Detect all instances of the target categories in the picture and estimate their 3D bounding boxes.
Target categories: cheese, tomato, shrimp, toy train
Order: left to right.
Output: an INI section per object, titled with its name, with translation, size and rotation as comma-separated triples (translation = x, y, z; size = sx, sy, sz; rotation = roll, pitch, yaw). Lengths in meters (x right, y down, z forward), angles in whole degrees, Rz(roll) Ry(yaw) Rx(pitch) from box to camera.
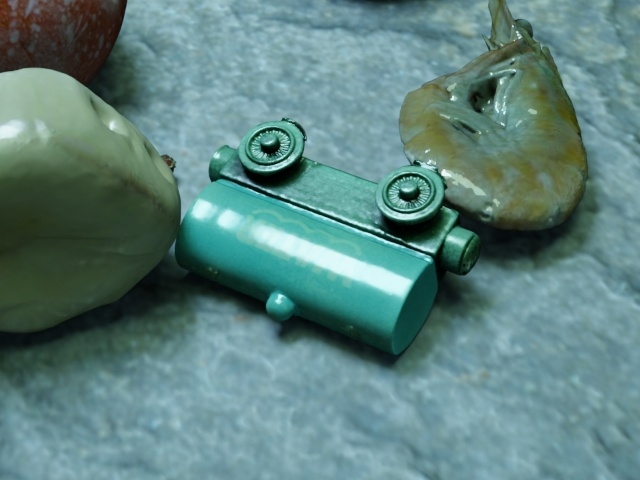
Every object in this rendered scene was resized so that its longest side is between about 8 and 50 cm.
[tomato]
translation = -0.303, -0.227, 1.285
size = 0.270, 0.227, 0.270
rotation = -13, 53, 19
[cheese]
translation = -0.225, -0.021, 1.093
size = 0.235, 0.218, 0.117
rotation = 15, 34, -30
[toy train]
translation = 0.000, 0.000, 1.139
size = 0.248, 0.101, 0.159
rotation = 19, 62, 23
[shrimp]
translation = 0.150, -0.122, 1.248
size = 0.168, 0.077, 0.317
rotation = 11, 41, -11

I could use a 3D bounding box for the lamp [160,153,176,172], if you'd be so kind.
[lamp]
translation = -0.175, -0.054, 1.242
size = 0.083, 0.031, 0.063
rotation = 6, 43, 14
